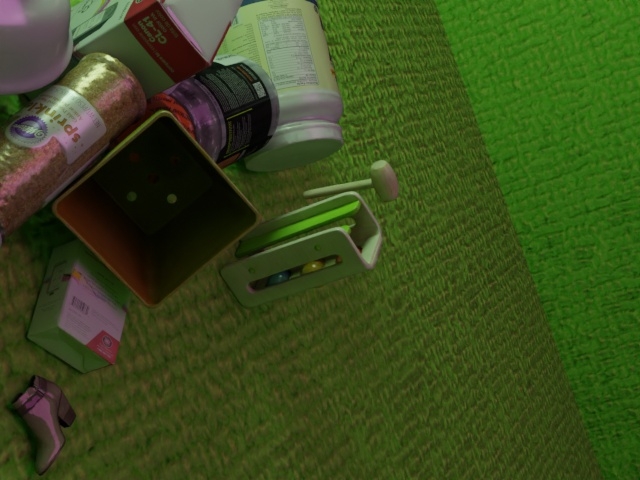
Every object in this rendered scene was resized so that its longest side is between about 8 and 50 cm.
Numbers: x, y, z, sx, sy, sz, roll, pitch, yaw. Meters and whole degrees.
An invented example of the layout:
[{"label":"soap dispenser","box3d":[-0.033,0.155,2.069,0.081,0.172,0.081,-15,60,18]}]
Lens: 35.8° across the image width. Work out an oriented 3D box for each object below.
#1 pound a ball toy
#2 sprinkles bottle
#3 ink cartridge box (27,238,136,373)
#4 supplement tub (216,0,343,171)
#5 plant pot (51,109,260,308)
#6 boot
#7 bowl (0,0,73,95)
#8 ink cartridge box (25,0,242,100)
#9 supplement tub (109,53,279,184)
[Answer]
[{"label":"pound a ball toy","box3d":[0.000,0.000,1.827,0.136,0.319,0.208,57,31,-25]},{"label":"sprinkles bottle","box3d":[-0.384,-0.112,1.324,0.355,0.121,0.121,-52,120,-37]},{"label":"ink cartridge box","box3d":[-0.341,0.078,1.443,0.115,0.067,0.198,45,37,-39]},{"label":"supplement tub","box3d":[-0.088,-0.319,1.954,0.235,0.235,0.325,2,72,-60]},{"label":"plant pot","box3d":[-0.243,-0.068,1.462,0.212,0.212,0.187,49,4,-22]},{"label":"boot","box3d":[-0.377,0.241,1.320,0.087,0.042,0.118,48,34,-25]},{"label":"bowl","box3d":[-0.453,-0.341,1.301,0.297,0.134,0.298,20,42,-19]},{"label":"ink cartridge box","box3d":[-0.288,-0.313,1.523,0.131,0.306,0.226,51,34,-31]},{"label":"supplement tub","box3d":[-0.216,-0.206,1.704,0.194,0.193,0.316,67,28,-8]}]
